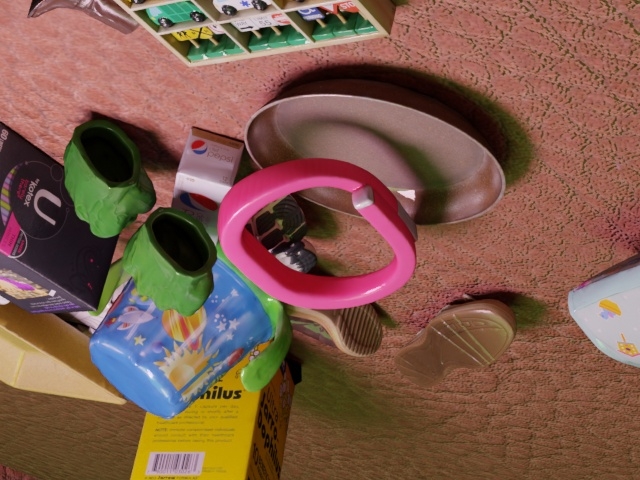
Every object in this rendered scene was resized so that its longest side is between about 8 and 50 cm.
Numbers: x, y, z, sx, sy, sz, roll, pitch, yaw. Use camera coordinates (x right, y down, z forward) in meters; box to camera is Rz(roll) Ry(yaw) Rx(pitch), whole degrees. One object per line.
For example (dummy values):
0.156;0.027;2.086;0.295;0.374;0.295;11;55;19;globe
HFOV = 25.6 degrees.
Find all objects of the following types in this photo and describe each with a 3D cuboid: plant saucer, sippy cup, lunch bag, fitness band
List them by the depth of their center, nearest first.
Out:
0.067;-0.107;1.646;0.311;0.050;0.310;13;158;5;plant saucer
0.460;0.073;1.695;0.262;0.160;0.223;17;158;-22;lunch bag
0.000;0.000;1.712;0.209;0.054;0.291;-20;145;18;fitness band
-0.204;0.125;2.021;0.240;0.224;0.305;47;153;-14;sippy cup
-0.518;0.156;2.335;0.333;0.081;0.333;1;152;43;plant saucer

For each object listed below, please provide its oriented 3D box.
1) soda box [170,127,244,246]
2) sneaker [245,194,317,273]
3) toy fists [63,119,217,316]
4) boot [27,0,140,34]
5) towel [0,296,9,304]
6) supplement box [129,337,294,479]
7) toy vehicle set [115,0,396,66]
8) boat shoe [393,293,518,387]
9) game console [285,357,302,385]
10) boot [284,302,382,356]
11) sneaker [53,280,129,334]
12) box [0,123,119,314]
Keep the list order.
-0.153;-0.066;1.843;0.074;0.069;0.216;16;158;-4;soda box
-0.082;-0.020;1.839;0.107;0.110;0.275;-31;161;-6;sneaker
-0.234;-0.027;1.811;0.279;0.096;0.142;49;146;9;toy fists
-0.253;-0.248;1.530;0.114;0.037;0.106;20;159;-26;boot
-0.672;0.009;2.073;0.374;0.090;0.320;-8;149;35;towel
-0.173;0.331;2.326;0.195;0.356;0.194;-2;138;12;supplement box
-0.077;-0.248;1.419;0.267;0.035;0.166;-4;152;36;toy vehicle set
0.207;0.137;2.103;0.104;0.089;0.285;46;148;-7;boat shoe
-0.182;0.248;2.618;0.213;0.044;0.361;21;157;-15;game console
-0.040;0.100;2.180;0.207;0.090;0.248;8;161;45;boot
-0.373;0.097;2.314;0.292;0.110;0.118;-4;142;35;sneaker
-0.426;-0.024;1.973;0.143;0.165;0.270;-5;151;36;box
